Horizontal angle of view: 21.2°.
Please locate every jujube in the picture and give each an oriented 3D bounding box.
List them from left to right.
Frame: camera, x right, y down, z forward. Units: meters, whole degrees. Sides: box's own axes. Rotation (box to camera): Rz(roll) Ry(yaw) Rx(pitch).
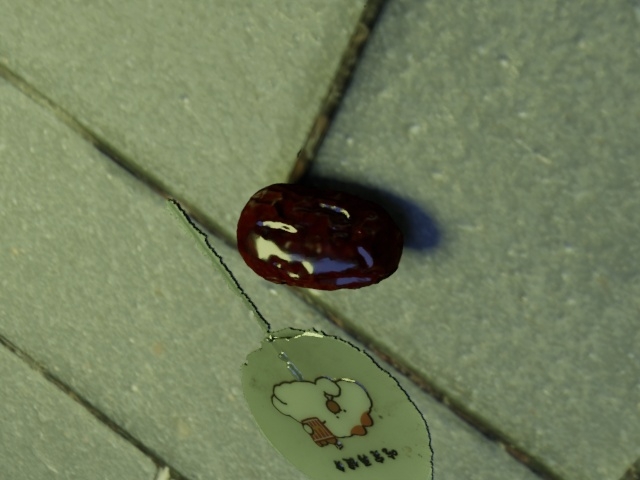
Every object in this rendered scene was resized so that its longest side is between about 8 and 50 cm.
[{"bbox_3d":[0.000,0.000,1.259,0.129,0.077,0.077,11,131,26],"label":"jujube"}]

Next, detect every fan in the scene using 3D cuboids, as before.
[{"bbox_3d":[-0.030,0.097,1.414,0.190,0.009,0.329,-21,110,47],"label":"fan"}]
